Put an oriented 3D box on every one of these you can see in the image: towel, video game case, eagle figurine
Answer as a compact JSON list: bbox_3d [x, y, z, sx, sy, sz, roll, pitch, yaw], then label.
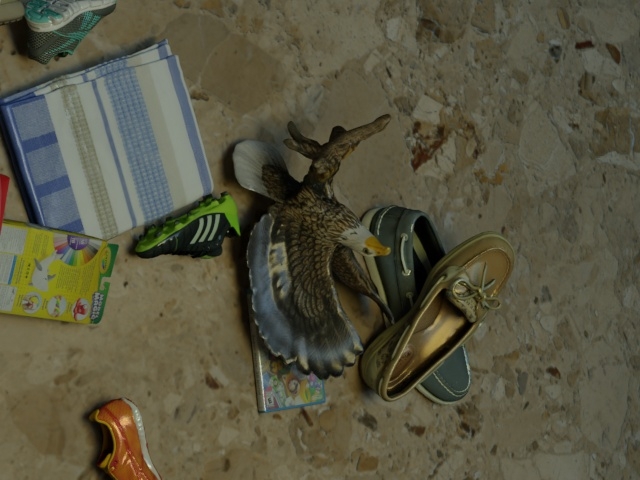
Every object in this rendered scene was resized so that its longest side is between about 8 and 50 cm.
[{"bbox_3d":[-0.258,-0.113,1.935,0.285,0.034,0.209,-27,105,-43],"label":"towel"},{"bbox_3d":[-0.046,0.143,2.128,0.119,0.015,0.166,-3,86,-46],"label":"video game case"},{"bbox_3d":[0.006,0.005,2.092,0.226,0.225,0.298,-6,120,-16],"label":"eagle figurine"}]

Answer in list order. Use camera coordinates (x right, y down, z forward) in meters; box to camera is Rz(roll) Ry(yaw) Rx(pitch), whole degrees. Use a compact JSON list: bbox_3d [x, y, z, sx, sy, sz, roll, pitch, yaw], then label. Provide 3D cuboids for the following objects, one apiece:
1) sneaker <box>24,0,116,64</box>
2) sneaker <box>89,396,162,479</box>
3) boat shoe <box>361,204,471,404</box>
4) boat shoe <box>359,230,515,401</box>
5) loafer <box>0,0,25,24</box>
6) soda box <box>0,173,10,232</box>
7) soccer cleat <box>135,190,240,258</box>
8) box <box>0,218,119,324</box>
[{"bbox_3d":[-0.305,-0.259,1.898,0.166,0.065,0.076,-36,144,-56],"label":"sneaker"},{"bbox_3d":[-0.231,0.276,1.894,0.067,0.064,0.175,-23,96,-25],"label":"sneaker"},{"bbox_3d":[0.157,0.096,2.285,0.116,0.099,0.320,-36,110,-44],"label":"boat shoe"},{"bbox_3d":[0.176,0.112,2.209,0.104,0.089,0.285,39,92,-21],"label":"boat shoe"},{"bbox_3d":[-0.441,-0.263,1.726,0.268,0.102,0.092,-22,99,-55],"label":"loafer"},{"bbox_3d":[-0.412,0.048,1.705,0.083,0.092,0.263,22,69,-43],"label":"soda box"},{"bbox_3d":[-0.162,-0.003,1.999,0.179,0.060,0.072,-31,108,-47],"label":"soccer cleat"},{"bbox_3d":[-0.318,0.037,1.823,0.179,0.043,0.105,13,92,-43],"label":"box"}]
